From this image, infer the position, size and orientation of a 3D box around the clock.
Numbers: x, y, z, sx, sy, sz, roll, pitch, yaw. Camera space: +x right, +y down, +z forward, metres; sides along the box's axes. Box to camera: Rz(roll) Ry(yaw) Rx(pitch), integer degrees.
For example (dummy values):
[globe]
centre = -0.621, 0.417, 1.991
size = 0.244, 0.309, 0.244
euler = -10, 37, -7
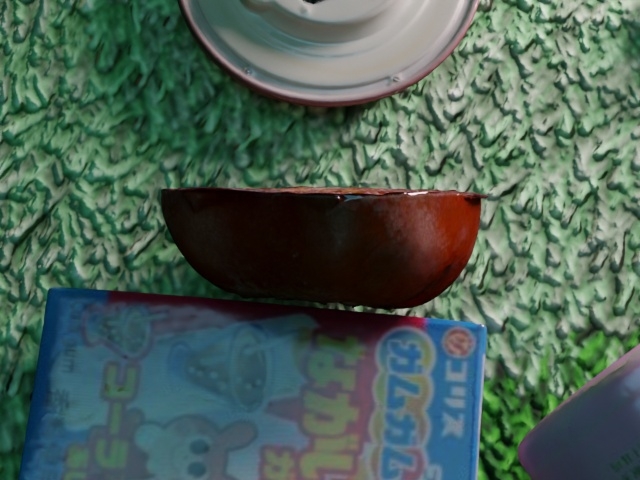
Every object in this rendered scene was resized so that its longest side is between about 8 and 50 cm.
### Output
[clock]
centre = 0.006, -0.216, 1.115
size = 0.244, 0.056, 0.244
euler = 0, 72, 1

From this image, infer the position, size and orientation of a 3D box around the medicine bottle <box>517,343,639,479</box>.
[medicine bottle]
centre = 0.278, 0.200, 0.913
size = 0.178, 0.178, 0.291
euler = -33, 75, -10

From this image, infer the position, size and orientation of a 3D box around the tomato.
[tomato]
centre = 0.000, 0.002, 0.967
size = 0.224, 0.225, 0.085
euler = 4, 93, 2

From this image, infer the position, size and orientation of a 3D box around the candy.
[candy]
centre = -0.043, 0.128, 0.979
size = 0.305, 0.100, 0.157
euler = 6, 71, 1
